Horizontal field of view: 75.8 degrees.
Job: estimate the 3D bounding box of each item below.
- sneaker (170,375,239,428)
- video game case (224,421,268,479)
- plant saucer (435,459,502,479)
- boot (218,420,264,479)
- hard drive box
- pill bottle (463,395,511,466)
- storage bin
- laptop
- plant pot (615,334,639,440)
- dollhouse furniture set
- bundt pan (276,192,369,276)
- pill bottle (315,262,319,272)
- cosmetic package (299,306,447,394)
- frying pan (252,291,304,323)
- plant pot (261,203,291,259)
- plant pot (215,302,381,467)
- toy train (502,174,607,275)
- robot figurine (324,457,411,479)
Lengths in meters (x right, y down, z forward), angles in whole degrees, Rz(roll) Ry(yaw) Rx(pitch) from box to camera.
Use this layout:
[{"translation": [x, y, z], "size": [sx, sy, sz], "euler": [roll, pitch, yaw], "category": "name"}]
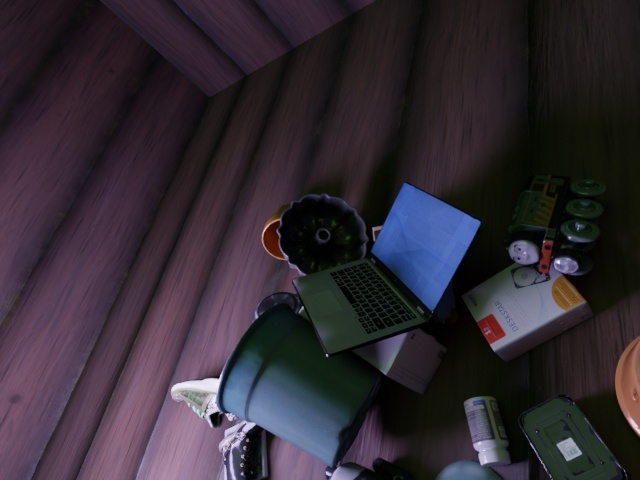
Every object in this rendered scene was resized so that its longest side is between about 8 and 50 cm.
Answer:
[{"translation": [-0.438, 0.621, 1.564], "size": [0.410, 0.158, 0.182], "euler": [-22, 66, 38], "category": "sneaker"}, {"translation": [-0.255, 0.718, 1.395], "size": [0.183, 0.023, 0.201], "euler": [-34, 42, 21], "category": "video game case"}, {"translation": [0.329, 0.597, 0.916], "size": [0.195, 0.037, 0.195], "euler": [-24, 48, 30], "category": "plant saucer"}, {"translation": [-0.231, 0.685, 1.313], "size": [0.236, 0.085, 0.179], "euler": [-44, 41, 19], "category": "boot"}, {"translation": [0.506, 0.162, 1.026], "size": [0.232, 0.089, 0.181], "euler": [-38, 41, 17], "category": "hard drive box"}, {"translation": [0.385, 0.439, 0.946], "size": [0.078, 0.078, 0.137], "euler": [-26, 46, 28], "category": "pill bottle"}, {"translation": [0.511, 0.424, 0.833], "size": [0.122, 0.084, 0.180], "euler": [-38, 41, 16], "category": "storage bin"}, {"translation": [0.137, 0.046, 1.088], "size": [0.407, 0.236, 0.382], "euler": [-16, 25, -11], "category": "laptop"}, {"translation": [0.673, 0.257, 0.708], "size": [0.291, 0.203, 0.291], "euler": [-24, 48, 30], "category": "plant pot"}, {"translation": [0.331, 0.088, 1.269], "size": [0.286, 0.198, 0.303], "euler": [170, 95, -65], "category": "dollhouse furniture set"}, {"translation": [0.000, 0.000, 1.493], "size": [0.124, 0.330, 0.331], "euler": [120, 168, -67], "category": "bundt pan"}, {"translation": [-0.005, 0.071, 1.581], "size": [0.087, 0.087, 0.160], "euler": [-2, 61, 43], "category": "pill bottle"}, {"translation": [0.144, 0.263, 1.202], "size": [0.385, 0.217, 0.156], "euler": [25, 80, 52], "category": "cosmetic package"}, {"translation": [-0.085, 0.229, 1.441], "size": [0.326, 0.053, 0.197], "euler": [-18, 37, -4], "category": "frying pan"}, {"translation": [-0.135, -0.054, 1.729], "size": [0.205, 0.205, 0.188], "euler": [-34, 28, 20], "category": "plant pot"}, {"translation": [-0.039, 0.397, 1.109], "size": [0.334, 0.341, 0.341], "euler": [25, 79, 21], "category": "plant pot"}, {"translation": [0.574, -0.046, 1.009], "size": [0.190, 0.142, 0.334], "euler": [11, 44, 32], "category": "toy train"}, {"translation": [0.113, 0.649, 0.983], "size": [0.278, 0.173, 0.209], "euler": [-1, 73, 43], "category": "robot figurine"}]
